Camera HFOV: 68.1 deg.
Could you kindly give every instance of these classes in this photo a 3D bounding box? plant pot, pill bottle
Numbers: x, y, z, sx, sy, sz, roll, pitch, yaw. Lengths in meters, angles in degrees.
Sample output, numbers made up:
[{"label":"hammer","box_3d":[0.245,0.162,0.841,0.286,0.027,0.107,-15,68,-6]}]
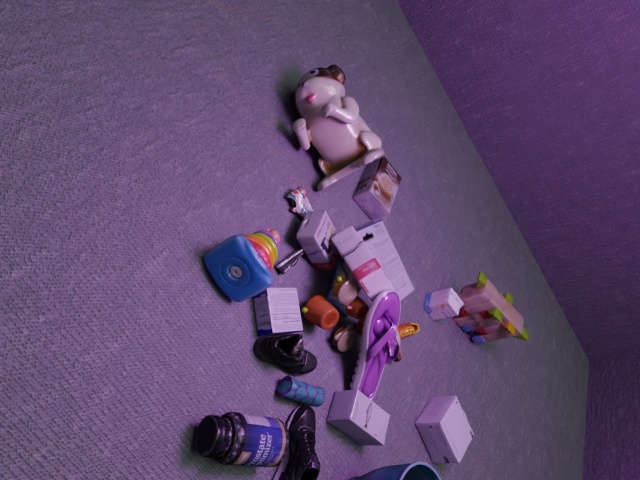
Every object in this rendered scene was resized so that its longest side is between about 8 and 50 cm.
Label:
[{"label":"plant pot","box_3d":[0.198,0.797,1.394,0.272,0.255,0.271,21,59,-40]},{"label":"pill bottle","box_3d":[-0.196,0.500,1.193,0.219,0.123,0.122,26,55,-39]}]

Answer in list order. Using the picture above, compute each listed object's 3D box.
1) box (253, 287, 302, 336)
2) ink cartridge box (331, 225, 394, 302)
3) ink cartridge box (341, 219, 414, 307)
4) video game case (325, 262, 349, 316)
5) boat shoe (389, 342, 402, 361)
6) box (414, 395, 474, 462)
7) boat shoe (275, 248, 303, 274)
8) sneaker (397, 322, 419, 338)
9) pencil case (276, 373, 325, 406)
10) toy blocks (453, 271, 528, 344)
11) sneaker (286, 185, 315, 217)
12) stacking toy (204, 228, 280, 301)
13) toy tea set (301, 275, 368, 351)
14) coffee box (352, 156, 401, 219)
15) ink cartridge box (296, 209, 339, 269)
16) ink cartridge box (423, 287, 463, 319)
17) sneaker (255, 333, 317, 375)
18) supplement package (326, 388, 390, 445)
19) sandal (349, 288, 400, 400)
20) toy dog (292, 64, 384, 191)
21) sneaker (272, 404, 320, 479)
[{"label":"box","box_3d":[-0.129,0.216,1.432,0.126,0.072,0.137,7,68,-47]},{"label":"ink cartridge box","box_3d":[0.139,0.078,1.586,0.217,0.092,0.158,56,0,41]},{"label":"ink cartridge box","box_3d":[0.216,0.106,1.858,0.324,0.072,0.329,-22,85,-53]},{"label":"video game case","box_3d":[0.079,0.179,1.725,0.119,0.015,0.166,44,46,-27]},{"label":"boat shoe","box_3d":[0.239,0.388,1.776,0.177,0.064,0.060,55,46,-5]},{"label":"box","box_3d":[0.485,0.734,1.846,0.182,0.119,0.180,-28,94,-50]},{"label":"boat shoe","box_3d":[-0.095,0.069,1.556,0.125,0.046,0.038,-38,103,-46]},{"label":"sneaker","box_3d":[0.332,0.357,1.885,0.175,0.068,0.064,-11,83,-48]},{"label":"pencil case","box_3d":[-0.056,0.450,1.415,0.152,0.064,0.070,33,12,-36]},{"label":"toy blocks","box_3d":[0.752,0.343,2.227,0.381,0.261,0.190,45,47,-15]},{"label":"sneaker","box_3d":[-0.068,-0.105,1.670,0.075,0.057,0.161,-31,107,-23]},{"label":"stacking toy","box_3d":[-0.185,0.034,1.418,0.175,0.166,0.302,57,26,-8]},{"label":"toy tea set","box_3d":[0.071,0.253,1.613,0.200,0.124,0.336,-45,132,-13]},{"label":"coffee box","box_3d":[0.246,-0.226,2.024,0.141,0.098,0.246,47,44,-24]},{"label":"ink cartridge box","box_3d":[0.000,0.000,1.627,0.175,0.073,0.127,60,40,-41]},{"label":"ink cartridge box","box_3d":[0.549,0.280,2.099,0.092,0.143,0.089,49,43,-21]},{"label":"sneaker","box_3d":[-0.070,0.340,1.401,0.228,0.130,0.087,35,52,-36]},{"label":"supplement package","box_3d":[0.124,0.573,1.528,0.179,0.105,0.105,44,47,-26]},{"label":"sandal","box_3d":[0.210,0.363,1.571,0.170,0.102,0.415,-2,109,-46]},{"label":"toy dog","box_3d":[0.061,-0.457,1.789,0.395,0.285,0.407,-39,101,-49]},{"label":"sneaker","box_3d":[-0.039,0.602,1.319,0.107,0.124,0.283,40,47,-30]}]
